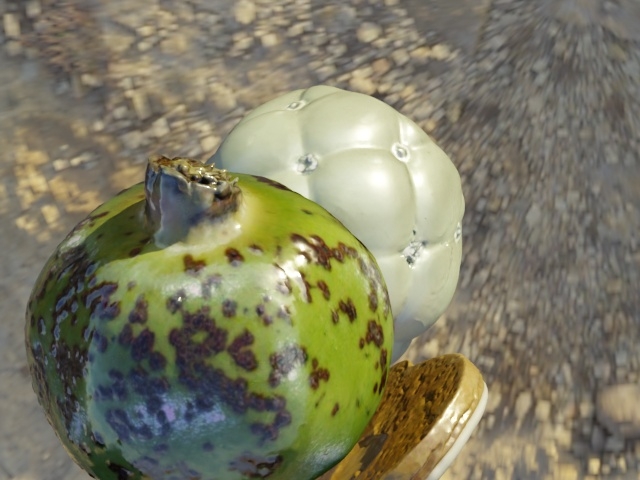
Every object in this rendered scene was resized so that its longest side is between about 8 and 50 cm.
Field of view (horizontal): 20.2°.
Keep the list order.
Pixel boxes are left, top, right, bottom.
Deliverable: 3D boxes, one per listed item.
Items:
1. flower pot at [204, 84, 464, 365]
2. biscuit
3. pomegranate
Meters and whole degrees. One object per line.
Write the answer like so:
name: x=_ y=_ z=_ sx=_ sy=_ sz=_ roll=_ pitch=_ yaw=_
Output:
flower pot: x=0.000 y=0.000 z=1.494 sx=0.246 sy=0.246 sz=0.195 roll=35 pitch=64 yaw=2
biscuit: x=0.048 y=0.160 z=1.327 sx=0.049 sy=0.208 sz=0.181 roll=46 pitch=65 yaw=-12
pomegranate: x=-0.076 y=0.056 z=1.231 sx=0.254 sy=0.254 sz=0.270 roll=7 pitch=126 yaw=7
